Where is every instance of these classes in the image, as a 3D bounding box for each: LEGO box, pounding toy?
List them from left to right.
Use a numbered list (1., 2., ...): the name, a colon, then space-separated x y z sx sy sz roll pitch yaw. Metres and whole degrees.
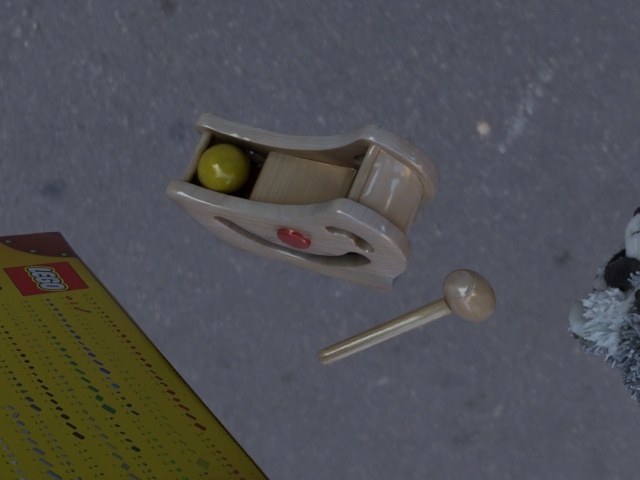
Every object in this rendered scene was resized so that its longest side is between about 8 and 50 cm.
1. LEGO box: -0.199 0.263 0.984 0.193 0.500 0.372 -7 117 -28
2. pounding toy: 0.000 0.000 1.075 0.270 0.154 0.154 16 161 20

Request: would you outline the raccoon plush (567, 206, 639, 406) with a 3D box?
1. raccoon plush: 0.344 0.182 1.286 0.216 0.299 0.446 7 79 -8
